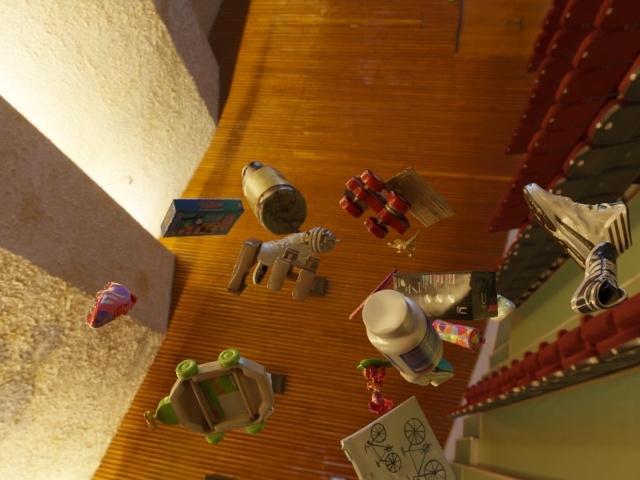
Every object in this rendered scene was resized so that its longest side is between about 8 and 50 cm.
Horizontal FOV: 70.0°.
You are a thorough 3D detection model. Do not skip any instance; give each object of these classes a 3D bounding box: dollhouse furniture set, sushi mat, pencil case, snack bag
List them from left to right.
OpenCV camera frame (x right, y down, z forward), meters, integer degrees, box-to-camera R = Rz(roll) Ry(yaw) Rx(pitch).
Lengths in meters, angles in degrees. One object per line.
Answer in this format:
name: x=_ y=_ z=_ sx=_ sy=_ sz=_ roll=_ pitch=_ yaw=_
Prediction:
dollhouse furniture set: x=-0.136 y=0.112 z=1.390 sx=0.212 sy=0.242 sz=0.161 roll=-67 pitch=-2 yaw=-80
snack bag: x=0.274 y=0.771 z=1.595 sx=0.323 sy=0.342 sz=0.037 roll=64 pitch=155 yaw=10
sushi mat: x=0.394 y=-0.168 z=1.829 sx=0.316 sy=0.151 sz=0.019 roll=36 pitch=-133 yaw=-29
pencil case: x=0.612 y=0.422 z=2.056 sx=0.236 sy=0.104 sz=0.104 roll=8 pitch=94 yaw=55

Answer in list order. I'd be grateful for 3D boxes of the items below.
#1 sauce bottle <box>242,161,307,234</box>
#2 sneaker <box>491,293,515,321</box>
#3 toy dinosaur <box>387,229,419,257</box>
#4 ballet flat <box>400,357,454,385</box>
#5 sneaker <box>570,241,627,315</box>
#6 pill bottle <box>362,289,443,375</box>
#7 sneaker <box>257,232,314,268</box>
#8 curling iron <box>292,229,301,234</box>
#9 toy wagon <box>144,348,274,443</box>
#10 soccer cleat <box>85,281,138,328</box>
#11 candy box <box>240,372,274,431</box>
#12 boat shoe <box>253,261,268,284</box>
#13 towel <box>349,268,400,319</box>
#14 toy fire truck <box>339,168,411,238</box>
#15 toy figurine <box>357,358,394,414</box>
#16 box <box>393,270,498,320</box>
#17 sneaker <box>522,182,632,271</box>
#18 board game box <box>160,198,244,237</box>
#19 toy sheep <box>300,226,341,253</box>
sauce bottle: x=-0.128 y=-0.120 z=1.094 sx=0.344 sy=0.111 sz=0.111 roll=-129 pitch=36 yaw=-60
sneaker: x=0.626 y=0.217 z=1.737 sx=0.094 sy=0.151 sz=0.256 roll=-45 pitch=2 yaw=-1
toy dinosaur: x=0.352 y=0.020 z=1.878 sx=0.092 sy=0.183 sz=0.053 roll=40 pitch=-127 yaw=-22
ballet flat: x=0.385 y=0.495 z=1.758 sx=0.400 sy=0.139 sz=0.139 roll=31 pitch=-120 yaw=-45
sneaker: x=0.945 y=0.117 z=1.510 sx=0.282 sy=0.099 sz=0.153 roll=-59 pitch=-5 yaw=-14
pill bottle: x=0.207 y=0.232 z=1.161 sx=0.272 sy=0.152 sz=0.152 roll=51 pitch=-139 yaw=-47
sneaker: x=-0.137 y=0.023 z=1.726 sx=0.305 sy=0.114 sz=0.152 roll=8 pitch=-61 yaw=-45
curling iron: x=-0.133 y=-0.002 z=2.035 sx=0.274 sy=0.068 sz=0.035 roll=-63 pitch=-6 yaw=-70
toy wagon: x=-0.309 y=0.440 z=1.265 sx=0.068 sy=0.344 sz=0.267 roll=-103 pitch=-1 yaw=-66
soccer cleat: x=-0.533 y=0.169 z=1.184 sx=0.083 sy=0.095 sz=0.248 roll=-65 pitch=18 yaw=1
candy box: x=-0.276 y=0.680 z=1.941 sx=0.165 sy=0.070 sz=0.196 roll=-49 pitch=29 yaw=20
boat shoe: x=-0.251 y=0.126 z=1.973 sx=0.049 sy=0.040 sz=0.142 roll=17 pitch=-89 yaw=-44
towel: x=0.238 y=0.244 z=2.031 sx=0.199 sy=0.031 sz=0.275 roll=-39 pitch=-11 yaw=-36
toy fire truck: x=0.234 y=-0.148 z=1.796 sx=0.169 sy=0.302 sz=0.254 roll=-51 pitch=-8 yaw=21
toy figurine: x=0.188 y=0.478 z=1.481 sx=0.173 sy=0.130 sz=0.159 roll=54 pitch=-153 yaw=-59
box: x=0.377 y=0.166 z=1.397 sx=0.165 sy=0.270 sz=0.143 roll=4 pitch=-98 yaw=-44
sneaker: x=1.024 y=-0.104 z=1.799 sx=0.169 sy=0.257 sz=0.447 roll=37 pitch=-159 yaw=-56
board game box: x=-0.357 y=-0.067 z=1.380 sx=0.160 sy=0.210 sz=0.047 roll=-43 pitch=58 yaw=47
toy sheep: x=0.000 y=0.000 z=1.400 sx=0.091 sy=0.132 sz=0.091 roll=-37 pitch=-48 yaw=-57
